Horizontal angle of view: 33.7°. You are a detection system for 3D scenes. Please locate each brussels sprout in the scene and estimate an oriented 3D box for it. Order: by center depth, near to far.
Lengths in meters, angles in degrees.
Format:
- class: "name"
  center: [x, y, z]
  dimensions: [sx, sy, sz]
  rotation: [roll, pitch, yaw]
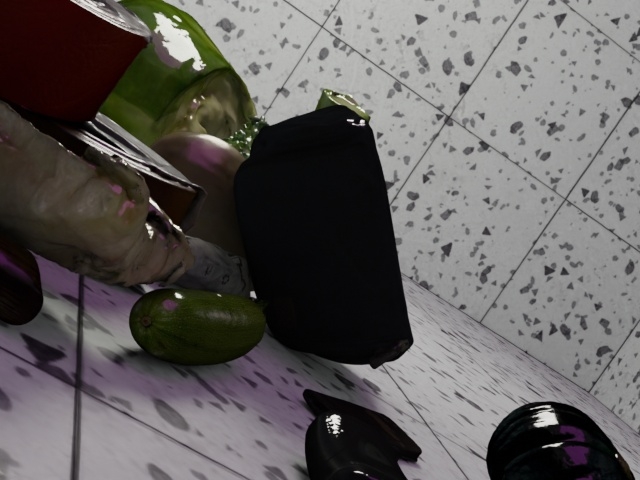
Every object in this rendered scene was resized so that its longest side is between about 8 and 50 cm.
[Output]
- class: "brussels sprout"
  center: [-0.278, -0.256, 1.824]
  dimensions: [0.315, 0.276, 0.371]
  rotation: [40, 7, 28]

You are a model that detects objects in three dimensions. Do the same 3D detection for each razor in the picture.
- class: "razor"
  center: [0.032, 0.186, 0.816]
  dimensions: [0.090, 0.054, 0.148]
  rotation: [33, 4, -15]

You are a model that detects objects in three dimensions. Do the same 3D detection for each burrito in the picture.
- class: "burrito"
  center: [-0.263, -0.061, 0.822]
  dimensions: [0.348, 0.107, 0.175]
  rotation: [27, -23, 7]
- class: "burrito"
  center: [-0.138, 0.029, 1.210]
  dimensions: [0.064, 0.064, 0.203]
  rotation: [37, 5, 34]

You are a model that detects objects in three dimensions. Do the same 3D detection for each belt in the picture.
- class: "belt"
  center: [-0.289, -0.212, 0.954]
  dimensions: [0.227, 0.115, 0.324]
  rotation: [44, 12, 32]
- class: "belt"
  center: [-0.285, -0.085, 1.048]
  dimensions: [0.339, 0.122, 0.217]
  rotation: [32, 7, 0]

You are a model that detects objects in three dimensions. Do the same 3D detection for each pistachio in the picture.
- class: "pistachio"
  center: [-0.144, -0.035, 1.363]
  dimensions: [0.238, 0.153, 0.137]
  rotation: [60, 4, -23]

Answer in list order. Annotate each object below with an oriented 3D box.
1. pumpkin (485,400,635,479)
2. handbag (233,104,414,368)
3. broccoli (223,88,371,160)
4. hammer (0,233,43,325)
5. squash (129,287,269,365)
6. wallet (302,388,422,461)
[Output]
- class: "pumpkin"
  center: [0.235, 0.246, 1.002]
  dimensions: [0.194, 0.150, 0.194]
  rotation: [31, 16, -10]
- class: "handbag"
  center: [-0.003, 0.000, 1.247]
  dimensions: [0.178, 0.301, 0.275]
  rotation: [-10, 9, 3]
- class: "broccoli"
  center: [-0.047, -0.074, 1.668]
  dimensions: [0.249, 0.302, 0.375]
  rotation: [-16, 41, -30]
- class: "hammer"
  center: [-0.350, -0.073, 0.667]
  dimensions: [0.409, 0.095, 0.242]
  rotation: [34, 4, -25]
- class: "squash"
  center: [-0.101, 0.078, 0.936]
  dimensions: [0.066, 0.066, 0.252]
  rotation: [35, 6, 18]
- class: "wallet"
  center: [0.046, 0.191, 1.081]
  dimensions: [0.082, 0.018, 0.157]
  rotation: [38, 6, 39]
